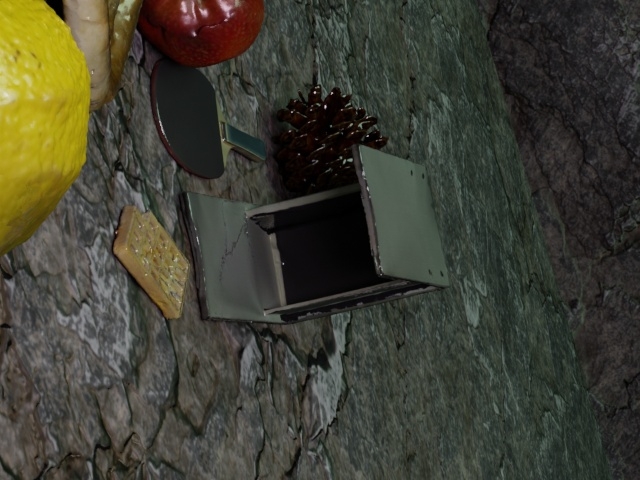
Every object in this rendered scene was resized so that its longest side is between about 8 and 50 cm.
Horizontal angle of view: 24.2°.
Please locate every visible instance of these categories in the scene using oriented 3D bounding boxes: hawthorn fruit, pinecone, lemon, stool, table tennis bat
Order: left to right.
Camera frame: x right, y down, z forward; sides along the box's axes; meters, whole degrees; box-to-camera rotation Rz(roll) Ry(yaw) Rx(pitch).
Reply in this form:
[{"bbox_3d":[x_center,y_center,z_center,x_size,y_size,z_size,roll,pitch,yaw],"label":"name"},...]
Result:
[{"bbox_3d":[-0.318,-0.098,1.147,0.322,0.268,0.268,-46,120,-70],"label":"lemon"},{"bbox_3d":[-0.153,-0.296,1.846,0.179,0.173,0.173,-125,-166,-74],"label":"hawthorn fruit"},{"bbox_3d":[-0.144,-0.147,1.938,0.274,0.021,0.154,22,57,-61],"label":"table tennis bat"},{"bbox_3d":[0.000,0.000,1.892,0.269,0.243,0.170,9,68,-67],"label":"stool"},{"bbox_3d":[0.006,-0.144,2.134,0.165,0.163,0.163,63,18,17],"label":"pinecone"}]

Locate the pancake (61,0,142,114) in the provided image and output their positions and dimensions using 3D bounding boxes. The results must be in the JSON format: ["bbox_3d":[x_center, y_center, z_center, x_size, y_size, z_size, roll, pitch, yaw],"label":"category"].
[{"bbox_3d":[-0.225,-0.303,1.597,0.356,0.065,0.356,10,90,-90],"label":"pancake"}]

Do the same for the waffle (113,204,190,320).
[{"bbox_3d":[-0.192,0.020,1.712,0.092,0.021,0.135,-81,150,-42],"label":"waffle"}]

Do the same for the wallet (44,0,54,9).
[{"bbox_3d":[-0.341,-0.316,1.414,0.262,0.071,0.221,24,69,-51],"label":"wallet"}]
